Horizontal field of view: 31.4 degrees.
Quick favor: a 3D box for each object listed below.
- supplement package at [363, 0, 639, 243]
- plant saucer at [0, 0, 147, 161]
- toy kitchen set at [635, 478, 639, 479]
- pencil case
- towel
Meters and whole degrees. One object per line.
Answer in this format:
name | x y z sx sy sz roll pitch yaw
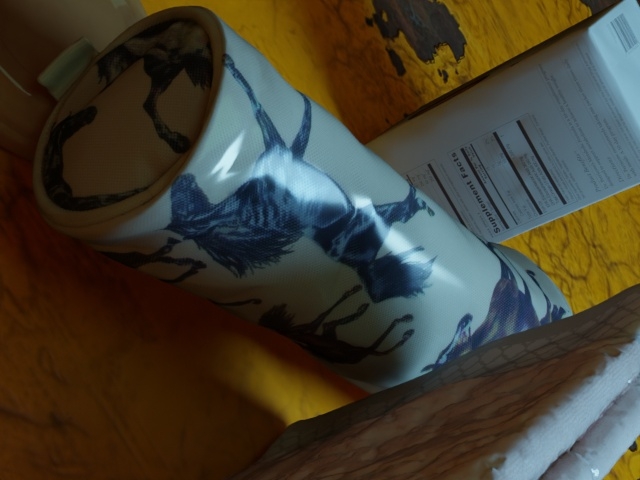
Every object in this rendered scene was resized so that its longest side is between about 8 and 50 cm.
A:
supplement package | 0.182 -0.091 1.008 0.133 0.244 0.139 60 37 -6
plant saucer | -0.185 -0.146 0.781 0.200 0.037 0.200 28 50 -39
toy kitchen set | 0.232 0.197 0.963 0.207 0.166 0.122 23 53 -41
pencil case | 0.000 0.000 0.788 0.410 0.183 0.160 33 87 -39
towel | 0.019 0.129 0.619 0.317 0.332 0.053 -24 87 -53
